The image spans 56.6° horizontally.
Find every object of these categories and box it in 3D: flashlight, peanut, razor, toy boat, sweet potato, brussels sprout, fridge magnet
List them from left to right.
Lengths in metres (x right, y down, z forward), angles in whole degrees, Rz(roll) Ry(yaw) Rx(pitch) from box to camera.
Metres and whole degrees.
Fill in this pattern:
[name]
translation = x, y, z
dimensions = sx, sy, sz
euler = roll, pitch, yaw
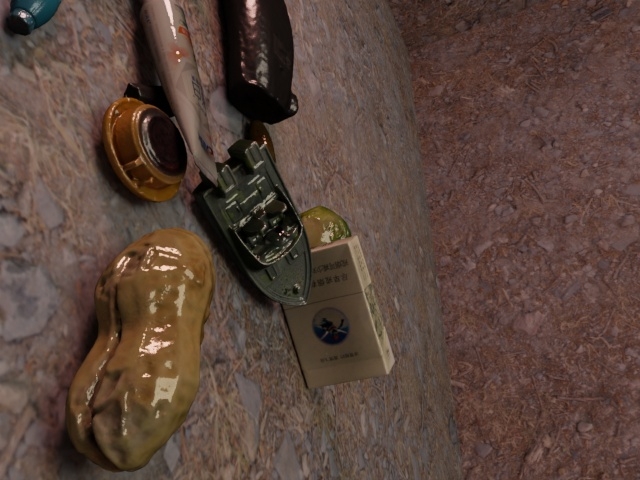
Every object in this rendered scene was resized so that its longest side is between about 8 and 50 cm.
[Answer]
[flashlight]
translation = -0.314, -0.276, 0.674
dimensions = 0.051, 0.051, 0.129
euler = 55, 31, -44
[fridge magnet]
translation = -0.225, -0.120, 0.777
dimensions = 0.143, 0.063, 0.143
euler = 46, 36, -48
[peanut]
translation = -0.185, 0.100, 0.641
dimensions = 0.130, 0.130, 0.290
euler = 54, 28, -45
[sweet potato]
translation = -0.121, -0.148, 1.085
dimensions = 0.233, 0.062, 0.081
euler = -78, 147, -56
[razor]
translation = -0.123, -0.400, 1.183
dimensions = 0.189, 0.107, 0.327
euler = 34, 45, -59
[toy boat]
translation = -0.088, -0.008, 0.983
dimensions = 0.141, 0.092, 0.319
euler = -45, 128, -27
[brussels sprout]
translation = 0.004, -0.002, 1.227
dimensions = 0.155, 0.117, 0.155
euler = -9, 90, -78

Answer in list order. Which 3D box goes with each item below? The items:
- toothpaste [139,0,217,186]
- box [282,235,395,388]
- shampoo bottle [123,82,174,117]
[toothpaste]
translation = -0.202, -0.233, 0.849
dimensions = 0.100, 0.066, 0.323
euler = 65, 6, -73
[box]
translation = 0.023, 0.135, 1.111
dimensions = 0.069, 0.164, 0.256
euler = -33, 107, -70
[shampoo bottle]
translation = -0.233, -0.205, 0.867
dimensions = 0.137, 0.027, 0.048
euler = -18, 94, -70
